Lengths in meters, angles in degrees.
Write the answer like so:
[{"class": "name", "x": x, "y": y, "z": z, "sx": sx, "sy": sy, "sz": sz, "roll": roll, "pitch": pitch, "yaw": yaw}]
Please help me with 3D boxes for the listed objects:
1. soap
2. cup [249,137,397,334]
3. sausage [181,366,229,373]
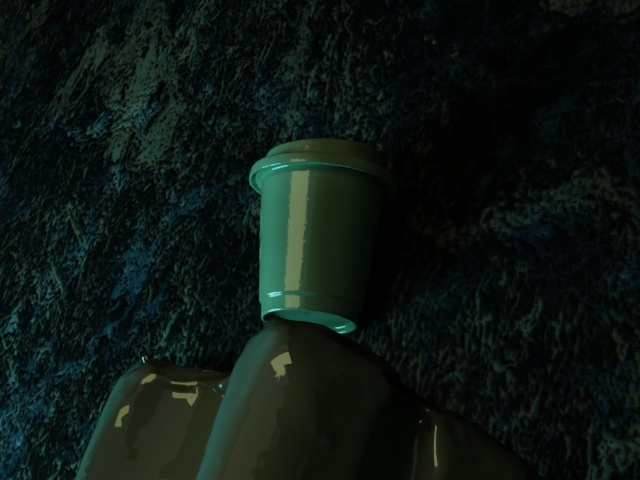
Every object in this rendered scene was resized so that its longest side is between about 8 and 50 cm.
[{"class": "soap", "x": -0.001, "y": 0.306, "z": 0.800, "sx": 0.213, "sy": 0.350, "sz": 0.435, "roll": -20, "pitch": 47, "yaw": 51}, {"class": "cup", "x": 0.000, "y": 0.000, "z": 1.231, "sx": 0.120, "sy": 0.120, "sz": 0.141, "roll": -13, "pitch": 68, "yaw": 45}, {"class": "sausage", "x": -0.066, "y": 0.139, "z": 1.234, "sx": 0.301, "sy": 0.066, "sz": 0.065, "roll": 6, "pitch": 68, "yaw": 50}]
